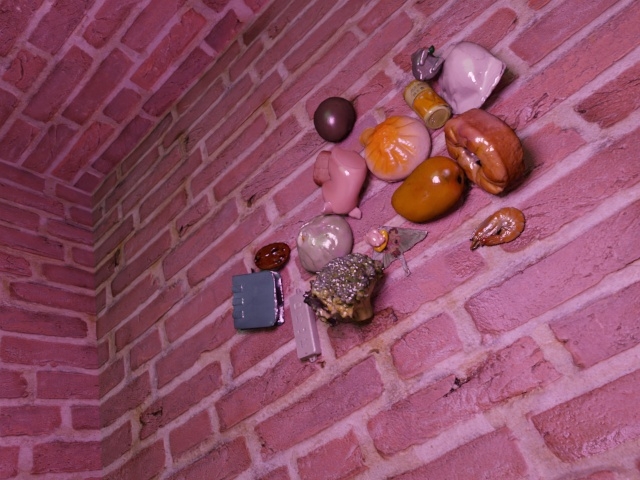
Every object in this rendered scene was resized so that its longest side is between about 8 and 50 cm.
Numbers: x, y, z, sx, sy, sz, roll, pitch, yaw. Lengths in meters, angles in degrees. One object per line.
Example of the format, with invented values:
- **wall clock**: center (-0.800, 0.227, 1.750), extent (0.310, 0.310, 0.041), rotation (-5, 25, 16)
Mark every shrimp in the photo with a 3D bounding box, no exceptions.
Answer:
- **shrimp**: center (0.615, -0.031, 1.497), extent (0.217, 0.051, 0.115), rotation (-39, 55, 16)

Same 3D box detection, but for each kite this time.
- **kite**: center (0.298, 0.035, 1.736), extent (0.323, 0.013, 0.268), rotation (-43, 51, 19)

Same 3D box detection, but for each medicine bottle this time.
- **medicine bottle**: center (0.443, -0.582, 1.795), extent (0.124, 0.124, 0.239), rotation (-40, 51, 18)

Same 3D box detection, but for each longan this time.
- **longan**: center (0.062, -0.581, 2.043), extent (0.196, 0.196, 0.220), rotation (10, 81, 39)

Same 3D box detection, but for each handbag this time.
- **handbag**: center (-0.294, 0.282, 2.019), extent (0.274, 0.100, 0.269), rotation (-15, 75, 30)

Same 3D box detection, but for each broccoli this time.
- **broccoli**: center (0.091, 0.184, 1.648), extent (0.334, 0.324, 0.272), rotation (-21, 76, 38)

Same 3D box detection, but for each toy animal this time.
- **toy animal**: center (0.225, -0.017, 1.754), extent (0.091, 0.082, 0.114), rotation (-52, 47, 9)
- **toy animal**: center (0.434, -0.755, 1.814), extent (0.127, 0.125, 0.251), rotation (-30, 19, 13)
- **toy animal**: center (0.093, -0.250, 1.855), extent (0.213, 0.195, 0.256), rotation (-116, 35, -53)

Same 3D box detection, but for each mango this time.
- **mango**: center (0.406, -0.187, 1.629), extent (0.317, 0.173, 0.211), rotation (-36, 66, 43)

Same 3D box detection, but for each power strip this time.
- **power strip**: center (-0.071, 0.359, 1.859), extent (0.098, 0.058, 0.338), rotation (-28, 57, 26)

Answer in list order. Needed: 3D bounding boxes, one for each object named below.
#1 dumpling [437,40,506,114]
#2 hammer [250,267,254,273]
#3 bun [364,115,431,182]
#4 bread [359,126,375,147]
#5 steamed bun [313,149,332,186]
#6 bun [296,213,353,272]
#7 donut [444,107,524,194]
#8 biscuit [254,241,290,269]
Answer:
- **dumpling**: center (0.570, -0.649, 1.701), extent (0.341, 0.181, 0.260), rotation (43, 124, 28)
- **hammer**: center (-0.327, 0.211, 2.141), extent (0.065, 0.021, 0.178), rotation (-32, 53, 23)
- **bun**: center (0.309, -0.399, 1.800), extent (0.299, 0.165, 0.299), rotation (-15, 64, 34)
- **bread**: center (0.228, -0.481, 1.985), extent (0.110, 0.024, 0.110), rotation (-14, 65, 32)
- **steamed bun**: center (0.049, -0.331, 2.016), extent (0.145, 0.106, 0.175), rotation (20, 99, 35)
- **bun**: center (0.000, 0.000, 1.868), extent (0.283, 0.179, 0.283), rotation (-14, 64, 30)
- **donut**: center (0.570, -0.318, 1.496), extent (0.150, 0.299, 0.317), rotation (-35, 78, 5)
- **biscuit**: center (-0.234, 0.071, 2.051), extent (0.192, 0.049, 0.192), rotation (-16, 30, 9)
